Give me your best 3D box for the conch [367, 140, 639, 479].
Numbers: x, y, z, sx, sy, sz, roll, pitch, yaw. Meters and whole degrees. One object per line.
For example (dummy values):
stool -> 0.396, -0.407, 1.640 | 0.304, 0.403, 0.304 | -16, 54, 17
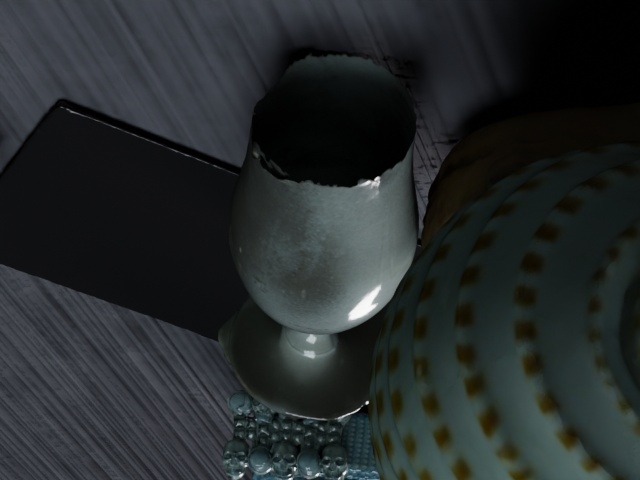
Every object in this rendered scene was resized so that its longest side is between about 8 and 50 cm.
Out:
conch -> 0.169, 0.077, 0.874 | 0.303, 0.215, 0.319 | 22, 179, -4

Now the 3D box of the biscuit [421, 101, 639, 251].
biscuit -> 0.266, 0.015, 1.005 | 0.394, 0.076, 0.368 | 28, 147, -23

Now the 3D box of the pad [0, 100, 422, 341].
pad -> -0.050, 0.015, 1.166 | 0.300, 0.005, 0.202 | 20, 150, -19

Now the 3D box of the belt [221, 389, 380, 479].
belt -> 0.035, 0.137, 1.306 | 0.179, 0.065, 0.100 | -2, 157, 18

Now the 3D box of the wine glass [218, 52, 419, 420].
wine glass -> 0.000, 0.000, 1.028 | 0.103, 0.103, 0.222 | 9, 146, 2
